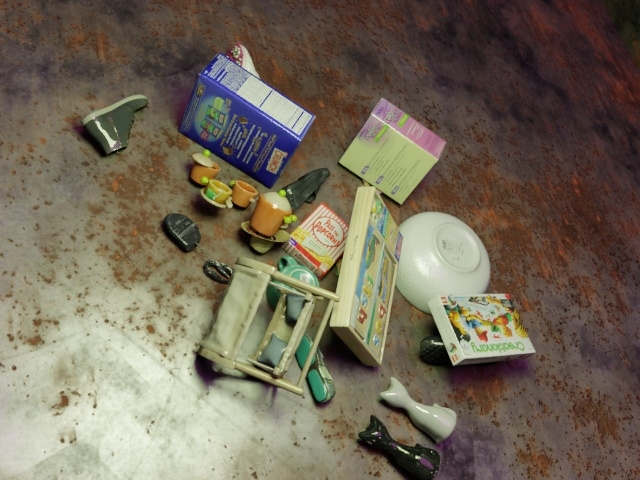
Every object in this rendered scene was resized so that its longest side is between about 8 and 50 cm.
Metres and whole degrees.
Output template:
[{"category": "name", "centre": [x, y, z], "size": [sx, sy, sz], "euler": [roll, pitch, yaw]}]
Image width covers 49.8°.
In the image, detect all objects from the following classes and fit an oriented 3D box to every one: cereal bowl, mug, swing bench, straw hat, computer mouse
[{"category": "cereal bowl", "centre": [0.375, 0.053, 2.068], "size": [0.339, 0.141, 0.338], "euler": [13, 58, -21]}, {"category": "mug", "centre": [-0.076, 0.119, 1.824], "size": [0.157, 0.097, 0.129], "euler": [47, 52, 5]}, {"category": "swing bench", "centre": [-0.128, 0.200, 1.651], "size": [0.255, 0.165, 0.253], "euler": [24, 80, -13]}, {"category": "straw hat", "centre": [-0.157, 0.000, 1.873], "size": [0.145, 0.061, 0.144], "euler": [17, 16, -5]}, {"category": "computer mouse", "centre": [-0.320, 0.024, 1.803], "size": [0.242, 0.041, 0.071], "euler": [48, 50, -2]}]

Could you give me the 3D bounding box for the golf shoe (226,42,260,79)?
[{"category": "golf shoe", "centre": [-0.221, -0.467, 2.116], "size": [0.140, 0.115, 0.306], "euler": [16, 52, -42]}]

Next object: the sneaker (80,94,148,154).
[{"category": "sneaker", "centre": [-0.537, -0.312, 1.878], "size": [0.222, 0.083, 0.118], "euler": [-41, 103, -45]}]

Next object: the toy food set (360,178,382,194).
[{"category": "toy food set", "centre": [0.169, -0.178, 2.179], "size": [0.078, 0.019, 0.122], "euler": [38, 43, 2]}]

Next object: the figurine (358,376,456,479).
[{"category": "figurine", "centre": [0.223, 0.479, 1.771], "size": [0.209, 0.092, 0.215], "euler": [34, 51, 1]}]

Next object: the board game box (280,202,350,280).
[{"category": "board game box", "centre": [0.000, 0.000, 1.968], "size": [0.147, 0.045, 0.193], "euler": [41, 52, 1]}]

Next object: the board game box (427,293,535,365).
[{"category": "board game box", "centre": [0.453, 0.244, 1.929], "size": [0.305, 0.053, 0.192], "euler": [2, 56, -37]}]

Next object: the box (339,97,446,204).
[{"category": "box", "centre": [0.220, -0.272, 2.121], "size": [0.243, 0.213, 0.117], "euler": [33, 42, -3]}]

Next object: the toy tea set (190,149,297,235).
[{"category": "toy tea set", "centre": [-0.204, -0.142, 1.858], "size": [0.336, 0.124, 0.200], "euler": [30, 18, -6]}]

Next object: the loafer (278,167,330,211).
[{"category": "loafer", "centre": [-0.039, -0.151, 2.024], "size": [0.223, 0.076, 0.078], "euler": [-38, 103, -48]}]

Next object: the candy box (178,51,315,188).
[{"category": "candy box", "centre": [-0.207, -0.324, 1.918], "size": [0.317, 0.268, 0.122], "euler": [34, 55, -5]}]

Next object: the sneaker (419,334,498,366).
[{"category": "sneaker", "centre": [0.389, 0.284, 1.970], "size": [0.283, 0.107, 0.124], "euler": [11, 50, -31]}]

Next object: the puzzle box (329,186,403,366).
[{"category": "puzzle box", "centre": [0.132, 0.098, 1.833], "size": [0.052, 0.272, 0.408], "euler": [-1, 60, 25]}]

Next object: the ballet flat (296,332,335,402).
[{"category": "ballet flat", "centre": [-0.012, 0.324, 1.765], "size": [0.070, 0.070, 0.188], "euler": [-7, 67, -30]}]

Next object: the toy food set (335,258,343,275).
[{"category": "toy food set", "centre": [0.083, 0.091, 1.970], "size": [0.083, 0.020, 0.082], "euler": [15, 56, -19]}]
